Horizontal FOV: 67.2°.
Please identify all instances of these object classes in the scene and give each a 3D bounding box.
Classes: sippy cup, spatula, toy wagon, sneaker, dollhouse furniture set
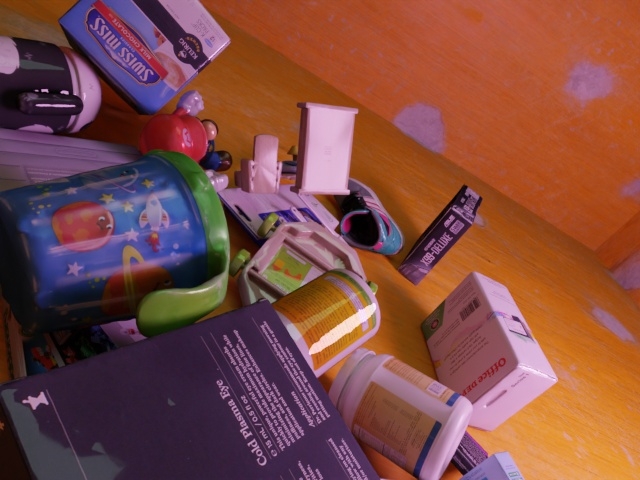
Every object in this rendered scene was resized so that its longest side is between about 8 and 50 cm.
[{"bbox_3d":[-0.274,0.008,0.614,0.224,0.306,0.239,-14,90,-44],"label":"sippy cup"},{"bbox_3d":[0.000,0.000,1.145,0.242,0.019,0.168,48,38,-17],"label":"spatula"},{"bbox_3d":[-0.049,0.103,0.921,0.267,0.068,0.344,35,49,-1],"label":"toy wagon"},{"bbox_3d":[0.099,-0.075,1.357,0.295,0.124,0.178,50,22,22],"label":"sneaker"},{"bbox_3d":[-0.098,-0.232,1.177,0.287,0.198,0.303,-2,14,-31],"label":"dollhouse furniture set"}]

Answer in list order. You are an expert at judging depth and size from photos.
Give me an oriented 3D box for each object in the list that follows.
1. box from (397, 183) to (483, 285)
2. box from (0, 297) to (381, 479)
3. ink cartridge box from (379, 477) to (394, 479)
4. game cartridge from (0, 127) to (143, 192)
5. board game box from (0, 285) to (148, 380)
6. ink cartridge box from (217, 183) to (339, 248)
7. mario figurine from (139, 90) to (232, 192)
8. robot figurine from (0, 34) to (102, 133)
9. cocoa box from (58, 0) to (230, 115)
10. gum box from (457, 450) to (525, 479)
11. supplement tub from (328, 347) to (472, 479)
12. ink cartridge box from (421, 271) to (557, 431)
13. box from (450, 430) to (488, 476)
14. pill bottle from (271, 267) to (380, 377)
[{"bbox_3d":[0.360,-0.024,1.428,0.076,0.242,0.307,40,29,7],"label":"box"},{"bbox_3d":[-0.117,0.272,0.482,0.313,0.179,0.343,-10,61,-54],"label":"box"},{"bbox_3d":[0.130,0.426,0.653,0.220,0.092,0.160,21,32,-25],"label":"ink cartridge box"},{"bbox_3d":[-0.433,-0.102,0.877,0.355,0.068,0.230,-1,49,-49],"label":"game cartridge"},{"bbox_3d":[-0.338,0.092,0.689,0.193,0.053,0.305,7,39,-43],"label":"board game box"},{"bbox_3d":[-0.107,-0.059,1.158,0.165,0.065,0.333,47,29,19],"label":"ink cartridge box"},{"bbox_3d":[-0.253,-0.215,1.043,0.198,0.170,0.320,30,9,-3],"label":"mario figurine"},{"bbox_3d":[-0.553,-0.280,0.889,0.278,0.174,0.209,-13,74,-49],"label":"robot figurine"},{"bbox_3d":[-0.387,-0.430,1.051,0.231,0.228,0.347,47,-8,-26],"label":"cocoa box"},{"bbox_3d":[0.267,0.440,0.714,0.041,0.157,0.184,12,37,-36],"label":"gum box"},{"bbox_3d":[0.125,0.275,0.780,0.200,0.144,0.144,26,22,28],"label":"supplement tub"},{"bbox_3d":[0.354,0.240,1.063,0.117,0.201,0.278,24,31,-20],"label":"ink cartridge box"},{"bbox_3d":[0.253,0.374,0.878,0.116,0.029,0.162,46,7,18],"label":"box"},{"bbox_3d":[-0.031,0.150,0.760,0.246,0.136,0.136,-27,65,-39],"label":"pill bottle"}]
